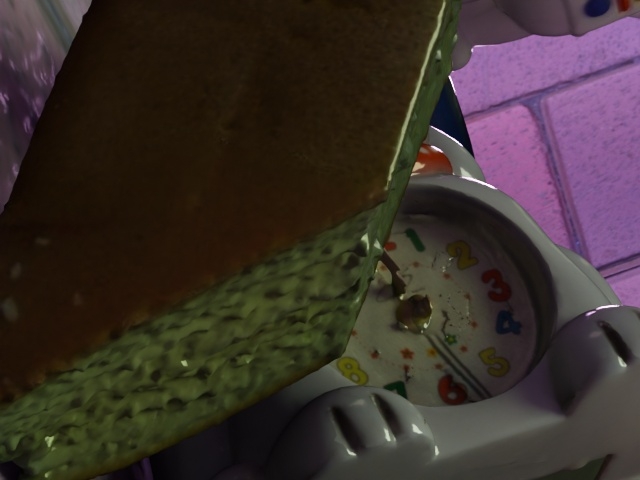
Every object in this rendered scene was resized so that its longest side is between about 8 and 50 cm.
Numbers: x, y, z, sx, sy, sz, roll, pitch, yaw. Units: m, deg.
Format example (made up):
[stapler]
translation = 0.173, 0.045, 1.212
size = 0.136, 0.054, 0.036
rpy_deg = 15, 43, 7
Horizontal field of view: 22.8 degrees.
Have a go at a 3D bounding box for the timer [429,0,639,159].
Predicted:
[timer]
translation = 0.105, -0.157, 0.886
size = 0.270, 0.384, 0.270
rpy_deg = -20, 90, -84

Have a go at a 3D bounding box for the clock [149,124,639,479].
[clock]
translation = 0.002, 0.001, 0.581
size = 0.254, 0.189, 0.189
rpy_deg = 66, 4, 27

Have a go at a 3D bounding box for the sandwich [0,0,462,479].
[sandwich]
translation = -0.014, -0.041, 0.444
size = 0.094, 0.096, 0.258
rpy_deg = 88, 19, -62
